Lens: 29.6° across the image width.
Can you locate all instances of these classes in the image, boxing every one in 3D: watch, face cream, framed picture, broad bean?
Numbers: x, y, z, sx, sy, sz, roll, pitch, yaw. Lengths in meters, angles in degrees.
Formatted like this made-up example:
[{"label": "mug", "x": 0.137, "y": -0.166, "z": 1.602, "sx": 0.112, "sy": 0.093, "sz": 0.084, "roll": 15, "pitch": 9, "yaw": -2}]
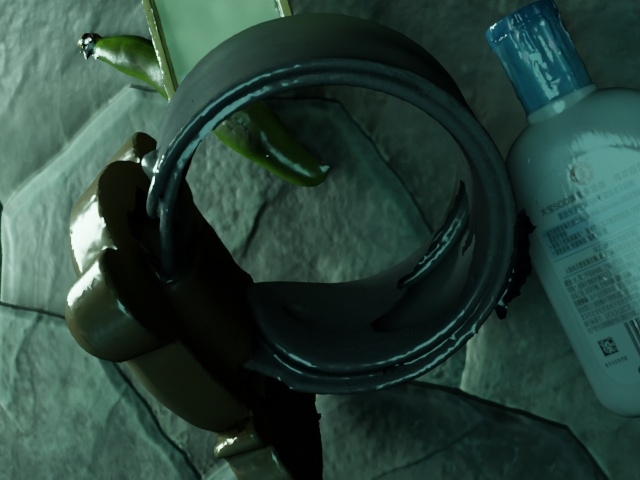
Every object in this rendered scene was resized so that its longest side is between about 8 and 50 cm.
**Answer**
[{"label": "watch", "x": 0.000, "y": 0.000, "z": 0.990, "sx": 0.327, "sy": 0.314, "sz": 0.335, "roll": -31, "pitch": 112, "yaw": 11}, {"label": "face cream", "x": 0.231, "y": -0.032, "z": 0.974, "sx": 0.163, "sy": 0.080, "sz": 0.336, "roll": -28, "pitch": 86, "yaw": 26}, {"label": "framed picture", "x": -0.102, "y": -0.238, "z": 1.105, "sx": 0.136, "sy": 0.010, "sz": 0.201, "roll": -19, "pitch": 81, "yaw": 17}, {"label": "broad bean", "x": -0.111, "y": -0.137, "z": 1.134, "sx": 0.297, "sy": 0.043, "sz": 0.060, "roll": 33, "pitch": 121, "yaw": 17}]
